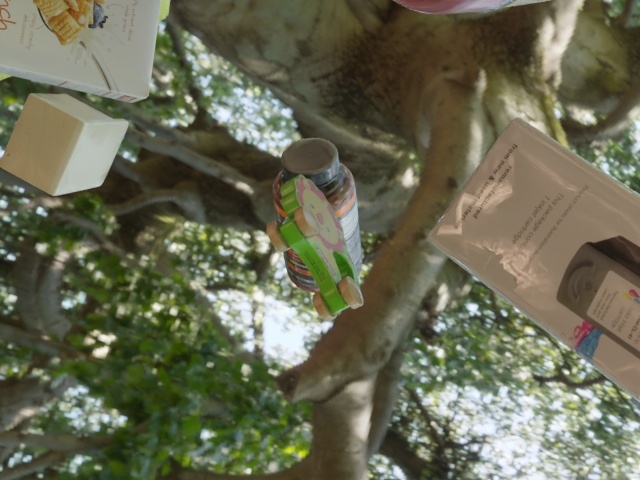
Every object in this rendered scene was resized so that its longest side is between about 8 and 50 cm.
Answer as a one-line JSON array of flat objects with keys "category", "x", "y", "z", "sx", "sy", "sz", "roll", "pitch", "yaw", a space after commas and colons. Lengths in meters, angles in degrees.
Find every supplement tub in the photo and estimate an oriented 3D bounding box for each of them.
[{"category": "supplement tub", "x": -0.004, "y": -0.032, "z": 1.175, "sx": 0.106, "sy": 0.198, "sz": 0.106, "roll": -4, "pitch": -137, "yaw": 4}]

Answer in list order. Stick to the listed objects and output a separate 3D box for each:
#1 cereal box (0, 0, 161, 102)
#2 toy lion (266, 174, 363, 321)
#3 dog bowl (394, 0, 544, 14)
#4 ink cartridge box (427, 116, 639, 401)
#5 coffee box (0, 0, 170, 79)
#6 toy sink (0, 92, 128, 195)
[{"category": "cereal box", "x": -0.264, "y": -0.236, "z": 0.849, "sx": 0.047, "sy": 0.240, "sz": 0.173, "roll": 0, "pitch": -97, "yaw": 59}, {"category": "toy lion", "x": 0.000, "y": 0.000, "z": 0.702, "sx": 0.034, "sy": 0.100, "sz": 0.096, "roll": -28, "pitch": -169, "yaw": 19}, {"category": "dog bowl", "x": 0.096, "y": -0.359, "z": 0.705, "sx": 0.150, "sy": 0.408, "sz": 0.408, "roll": -27, "pitch": -135, "yaw": -15}, {"category": "ink cartridge box", "x": 0.270, "y": 0.049, "z": 0.761, "sx": 0.306, "sy": 0.226, "sz": 0.131, "roll": 38, "pitch": -80, "yaw": 26}, {"category": "coffee box", "x": -0.403, "y": -0.452, "z": 1.170, "sx": 0.334, "sy": 0.338, "sz": 0.338, "roll": 29, "pitch": -51, "yaw": 19}, {"category": "toy sink", "x": -0.493, "y": -0.192, "z": 1.790, "sx": 0.131, "sy": 0.234, "sz": 0.153, "roll": 28, "pitch": -78, "yaw": 4}]
